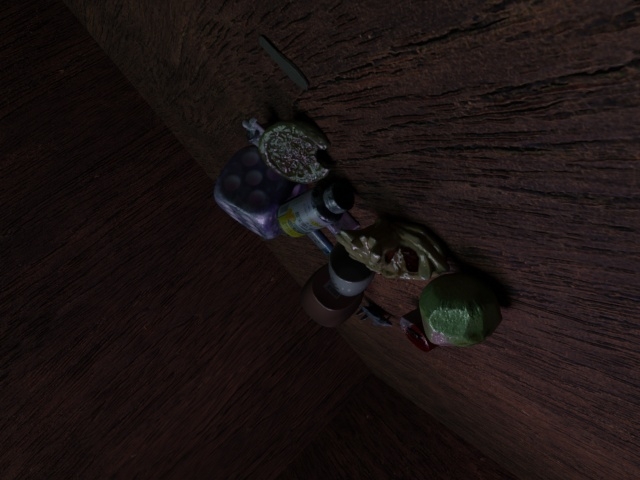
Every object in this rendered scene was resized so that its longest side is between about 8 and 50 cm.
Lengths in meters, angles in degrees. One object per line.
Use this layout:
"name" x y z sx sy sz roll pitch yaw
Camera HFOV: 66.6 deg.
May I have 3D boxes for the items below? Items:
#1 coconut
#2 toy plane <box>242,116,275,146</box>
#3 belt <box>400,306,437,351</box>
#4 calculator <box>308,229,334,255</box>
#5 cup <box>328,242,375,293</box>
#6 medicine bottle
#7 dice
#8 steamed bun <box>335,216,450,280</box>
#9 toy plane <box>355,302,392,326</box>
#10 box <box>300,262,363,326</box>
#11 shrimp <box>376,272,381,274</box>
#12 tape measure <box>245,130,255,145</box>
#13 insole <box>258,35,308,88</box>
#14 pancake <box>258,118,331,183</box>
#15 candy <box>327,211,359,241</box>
"coconut" 0.387 0.203 1.370 0.204 0.236 0.235 51 173 48
"toy plane" -0.157 -0.340 1.675 0.252 0.118 0.252 34 180 0
"belt" 0.404 0.337 1.876 0.201 0.124 0.127 31 142 64
"calculator" 0.000 0.000 2.317 0.210 0.039 0.121 48 168 -7
"cup" 0.114 0.088 1.946 0.234 0.187 0.257 94 163 -65
"medicine bottle" -0.017 -0.110 1.679 0.293 0.141 0.141 -21 114 45
"dice" -0.230 -0.187 1.905 0.270 0.271 0.270 31 168 14
"steamed bun" 0.196 0.028 1.525 0.247 0.189 0.428 58 164 -14
"toy plane" 0.287 0.376 2.434 0.212 0.088 0.267 52 158 -22
"box" 0.061 0.244 2.307 0.301 0.301 0.216 44 162 11
"shrimp" 0.210 0.117 2.025 0.124 0.034 0.178 33 151 37
"tape measure" -0.249 -0.401 1.909 0.091 0.054 0.094 49 170 -32
"insole" -0.100 -0.482 1.321 0.192 0.010 0.063 47 165 3
"pancake" -0.082 -0.275 1.543 0.254 0.037 0.253 12 141 10
"candy" 0.057 -0.079 1.815 0.160 0.092 0.073 48 168 2
